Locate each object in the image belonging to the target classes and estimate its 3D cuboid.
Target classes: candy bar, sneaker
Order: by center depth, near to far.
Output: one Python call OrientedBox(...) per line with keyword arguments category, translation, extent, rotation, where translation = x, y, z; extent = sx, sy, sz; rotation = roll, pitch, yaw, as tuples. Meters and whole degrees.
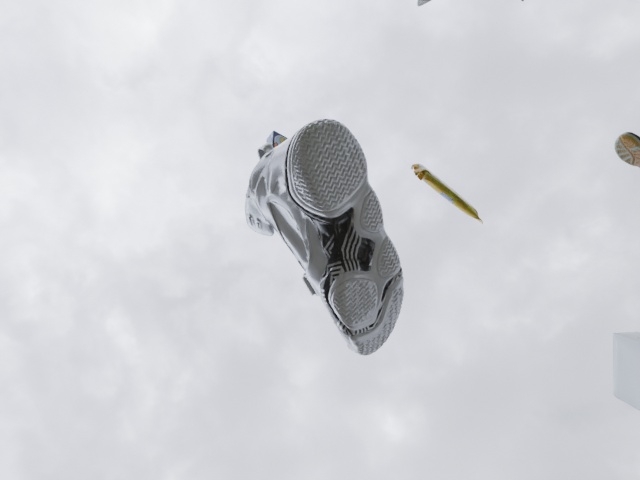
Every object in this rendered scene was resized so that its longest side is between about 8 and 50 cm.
OrientedBox(category="sneaker", translation=(0.365, -0.099, 0.471), extent=(0.083, 0.032, 0.037), rotation=(33, -93, -14))
OrientedBox(category="candy bar", translation=(0.198, -0.073, 0.651), extent=(0.161, 0.040, 0.018), rotation=(28, -66, -31))
OrientedBox(category="sneaker", translation=(0.000, 0.000, 0.679), extent=(0.210, 0.137, 0.366), rotation=(9, -58, 54))

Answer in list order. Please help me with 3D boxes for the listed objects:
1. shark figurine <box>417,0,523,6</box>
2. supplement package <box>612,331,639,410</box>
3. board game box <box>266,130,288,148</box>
OrientedBox(category="shark figurine", translation=(0.247, -0.431, 0.630), extent=(0.116, 0.278, 0.166), rotation=(20, -68, -14))
OrientedBox(category="supplement package", translation=(0.544, 0.192, 0.609), extent=(0.179, 0.105, 0.105), rotation=(-2, -87, -2))
OrientedBox(category="board game box", translation=(-0.058, -0.133, 0.916), extent=(0.136, 0.201, 0.035), rotation=(22, -42, -29))
